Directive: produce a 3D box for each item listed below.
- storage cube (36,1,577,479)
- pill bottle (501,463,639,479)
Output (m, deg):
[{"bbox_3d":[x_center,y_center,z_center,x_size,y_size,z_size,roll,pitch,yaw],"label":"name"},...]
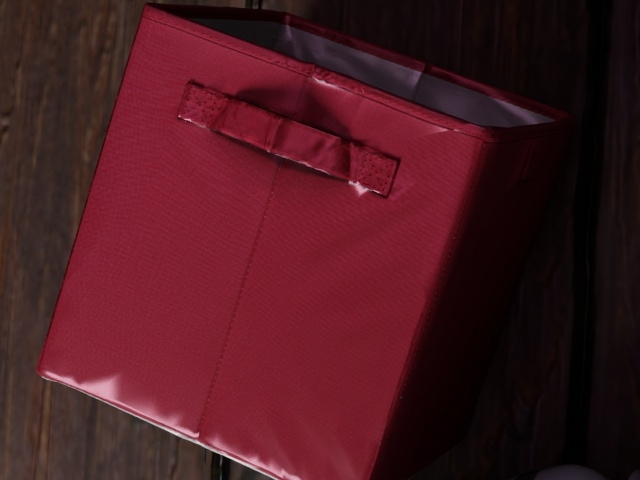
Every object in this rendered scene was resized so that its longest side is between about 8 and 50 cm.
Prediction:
[{"bbox_3d":[0.000,0.000,0.909,0.183,0.215,0.193,21,101,16],"label":"storage cube"},{"bbox_3d":[0.084,0.205,0.892,0.283,0.161,0.161,-18,83,19],"label":"pill bottle"}]
